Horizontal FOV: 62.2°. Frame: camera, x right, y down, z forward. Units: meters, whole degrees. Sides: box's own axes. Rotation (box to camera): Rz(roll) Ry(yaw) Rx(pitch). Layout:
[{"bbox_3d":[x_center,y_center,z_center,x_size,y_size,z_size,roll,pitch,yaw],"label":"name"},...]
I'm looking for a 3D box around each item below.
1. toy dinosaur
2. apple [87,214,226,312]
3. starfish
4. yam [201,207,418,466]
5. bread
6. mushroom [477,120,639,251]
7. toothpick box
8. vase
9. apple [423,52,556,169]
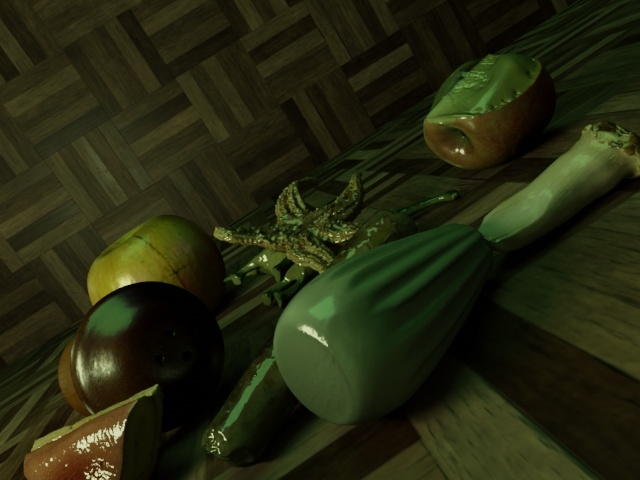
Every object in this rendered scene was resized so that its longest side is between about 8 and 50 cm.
[{"bbox_3d":[0.000,0.000,0.964,0.301,0.087,0.447,-41,22,-32],"label":"toy dinosaur"},{"bbox_3d":[-0.333,0.083,1.110,0.286,0.233,0.286,-30,17,10],"label":"apple"},{"bbox_3d":[0.004,-0.018,0.822,0.299,0.060,0.302,-22,35,-26],"label":"starfish"},{"bbox_3d":[-0.002,0.090,0.551,0.067,0.071,0.317,23,62,33],"label":"yam"},{"bbox_3d":[-0.237,0.244,0.576,0.192,0.119,0.067,-26,-16,21],"label":"bread"},{"bbox_3d":[0.260,-0.051,0.579,0.209,0.071,0.084,-36,42,-7],"label":"mushroom"},{"bbox_3d":[-0.259,0.168,0.739,0.192,0.192,0.294,-42,10,-37],"label":"toothpick box"},{"bbox_3d":[0.075,0.057,0.492,0.248,0.128,0.128,-31,9,-39],"label":"vase"},{"bbox_3d":[0.281,-0.209,0.892,0.188,0.174,0.207,-56,21,-14],"label":"apple"}]
